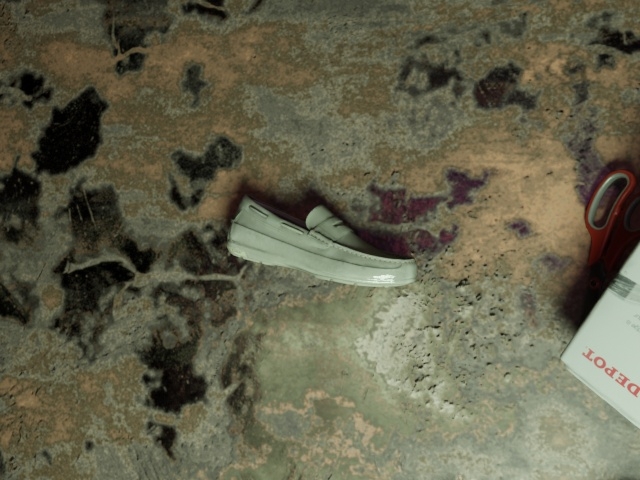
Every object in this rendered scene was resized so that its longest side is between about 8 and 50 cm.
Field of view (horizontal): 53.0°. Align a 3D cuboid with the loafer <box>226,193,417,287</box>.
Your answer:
[{"bbox_3d":[0.000,0.000,1.012,0.319,0.112,0.111,13,94,17],"label":"loafer"}]

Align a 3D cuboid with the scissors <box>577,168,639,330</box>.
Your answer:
[{"bbox_3d":[0.400,0.042,0.939,0.109,0.021,0.297,36,109,43],"label":"scissors"}]

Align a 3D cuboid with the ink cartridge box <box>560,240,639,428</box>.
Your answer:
[{"bbox_3d":[0.483,0.094,0.776,0.223,0.129,0.307,44,114,41],"label":"ink cartridge box"}]
